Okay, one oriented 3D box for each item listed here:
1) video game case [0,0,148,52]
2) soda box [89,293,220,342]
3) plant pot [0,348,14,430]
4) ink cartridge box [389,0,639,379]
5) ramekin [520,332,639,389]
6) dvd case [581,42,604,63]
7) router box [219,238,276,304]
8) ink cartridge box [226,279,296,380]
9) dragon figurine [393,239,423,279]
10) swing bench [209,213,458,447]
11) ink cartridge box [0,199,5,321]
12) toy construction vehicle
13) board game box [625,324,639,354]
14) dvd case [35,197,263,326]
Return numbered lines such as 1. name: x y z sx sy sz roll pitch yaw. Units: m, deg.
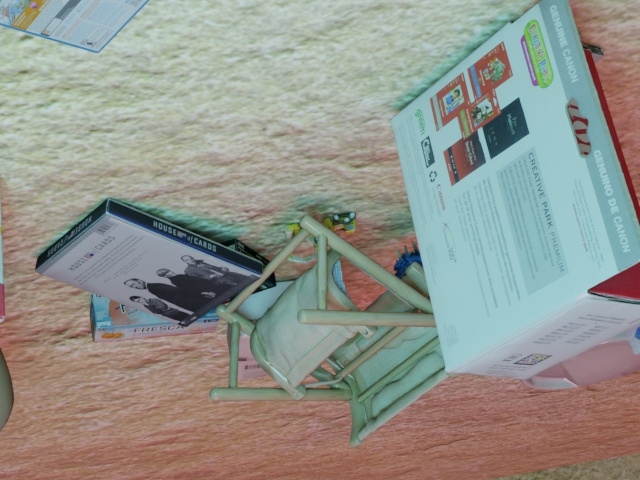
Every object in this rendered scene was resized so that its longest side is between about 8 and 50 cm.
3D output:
1. video game case: -0.235 -0.218 0.942 0.166 0.015 0.119 11 148 -40
2. soda box: -0.242 0.105 1.594 0.183 0.058 0.063 -4 155 -17
3. plant pot: -0.528 0.134 1.335 0.284 0.284 0.191 -5 121 -14
4. ink cartridge box: 0.226 -0.051 1.115 0.130 0.310 0.272 9 149 -35
5. ramekin: 0.475 0.164 1.951 0.272 0.127 0.273 -10 156 -4
6. dvd case: 0.240 -0.194 1.203 0.119 0.013 0.087 8 150 -32
7. router box: -0.129 0.045 1.535 0.092 0.038 0.122 -20 154 17
8. ink cartridge box: -0.066 0.140 1.712 0.148 0.086 0.203 -7 155 -11
9. dragon figurine: 0.200 -0.015 1.446 0.144 0.085 0.289 32 130 4
10. swing bench: 0.021 0.133 1.478 0.254 0.165 0.253 22 137 -25
11. ink cartridge box: -0.426 0.009 1.162 0.127 0.176 0.128 -23 153 30
12. toy construction vehicle: 0.000 0.000 1.496 0.098 0.035 0.086 -8 156 -8
13. board game box: 0.693 0.071 1.765 0.318 0.066 0.318 -28 173 39
14. dvd case: -0.223 0.035 1.429 0.238 0.030 0.179 25 139 -33
